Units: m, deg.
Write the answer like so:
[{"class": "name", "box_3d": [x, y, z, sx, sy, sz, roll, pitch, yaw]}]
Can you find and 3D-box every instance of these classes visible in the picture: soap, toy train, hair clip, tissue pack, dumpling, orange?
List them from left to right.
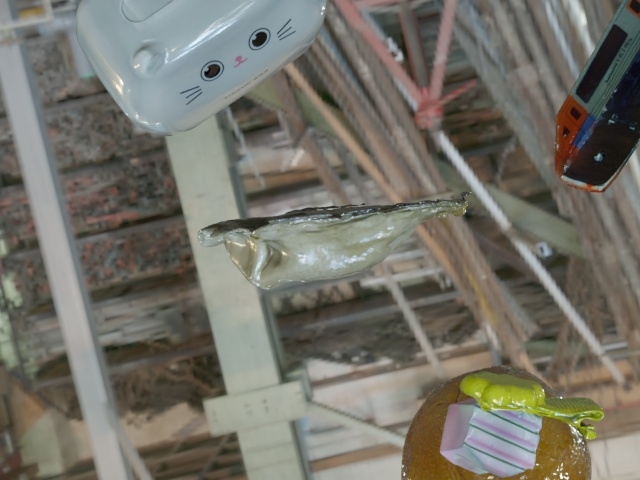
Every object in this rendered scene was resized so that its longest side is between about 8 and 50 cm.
[{"class": "tissue pack", "box_3d": [-0.165, -0.313, 1.460, 0.333, 0.229, 0.236, -35, 169, -5]}, {"class": "dumpling", "box_3d": [0.002, 0.003, 1.185, 0.332, 0.086, 0.166, -10, -173, 18]}, {"class": "soap", "box_3d": [0.224, 0.259, 1.394, 0.149, 0.100, 0.056, 28, 156, -36]}, {"class": "orange", "box_3d": [0.289, 0.377, 1.767, 0.322, 0.322, 0.357, -12, -146, 14]}, {"class": "hair clip", "box_3d": [0.244, 0.188, 1.220, 0.173, 0.046, 0.072, 18, -173, -11]}, {"class": "toy train", "box_3d": [0.374, -0.241, 1.158, 0.086, 0.409, 0.089, 9, -147, -30]}]
